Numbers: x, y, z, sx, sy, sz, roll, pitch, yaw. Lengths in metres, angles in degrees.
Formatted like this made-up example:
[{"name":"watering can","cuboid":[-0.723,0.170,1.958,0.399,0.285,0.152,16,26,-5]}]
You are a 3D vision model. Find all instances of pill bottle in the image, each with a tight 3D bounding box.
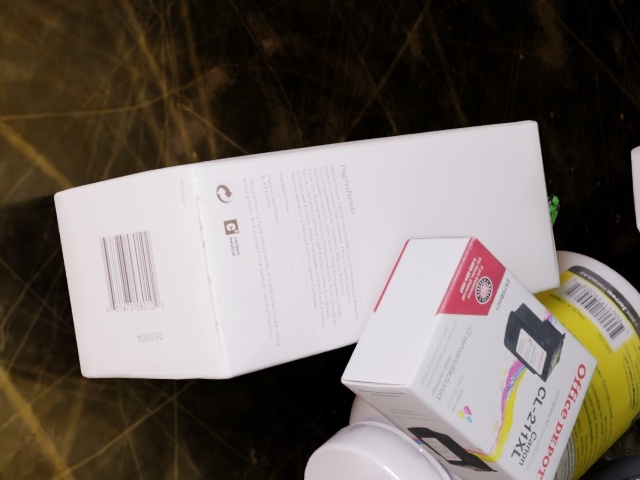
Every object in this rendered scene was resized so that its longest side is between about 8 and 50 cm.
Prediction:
[{"name":"pill bottle","cuboid":[0.148,0.158,1.142,0.334,0.188,0.188,-32,105,-38]}]

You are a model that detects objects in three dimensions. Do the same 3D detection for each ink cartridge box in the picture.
[{"name":"ink cartridge box","cuboid":[0.116,0.096,0.952,0.175,0.072,0.127,41,63,-32]}]

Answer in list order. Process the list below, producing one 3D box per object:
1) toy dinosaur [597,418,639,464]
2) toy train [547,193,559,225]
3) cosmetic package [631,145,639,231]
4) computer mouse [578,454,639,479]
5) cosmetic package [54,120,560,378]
[{"name":"toy dinosaur","cuboid":[0.317,0.246,1.324,0.160,0.121,0.313,50,53,-17]},{"name":"toy train","cuboid":[0.235,-0.012,1.353,0.023,0.017,0.083,49,55,-37]},{"name":"cosmetic package","cuboid":[0.492,0.066,1.427,0.385,0.156,0.217,59,23,-16]},{"name":"computer mouse","cuboid":[0.269,0.264,1.166,0.184,0.262,0.060,-78,159,-53]},{"name":"cosmetic package","cuboid":[0.000,0.000,1.031,0.366,0.197,0.155,-10,92,-40]}]
